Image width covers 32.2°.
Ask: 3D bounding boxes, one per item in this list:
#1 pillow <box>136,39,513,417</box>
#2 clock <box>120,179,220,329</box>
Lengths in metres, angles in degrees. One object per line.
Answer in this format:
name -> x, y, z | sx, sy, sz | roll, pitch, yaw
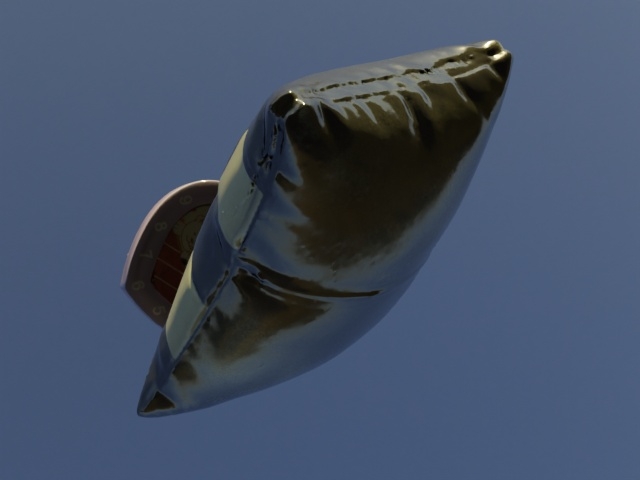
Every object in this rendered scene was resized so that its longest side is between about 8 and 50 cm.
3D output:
pillow -> 0.000, 0.000, 0.632 | 0.186, 0.250, 0.106 | -22, -120, -44
clock -> -0.147, 0.034, 1.282 | 0.172, 0.064, 0.198 | -14, -87, -17
